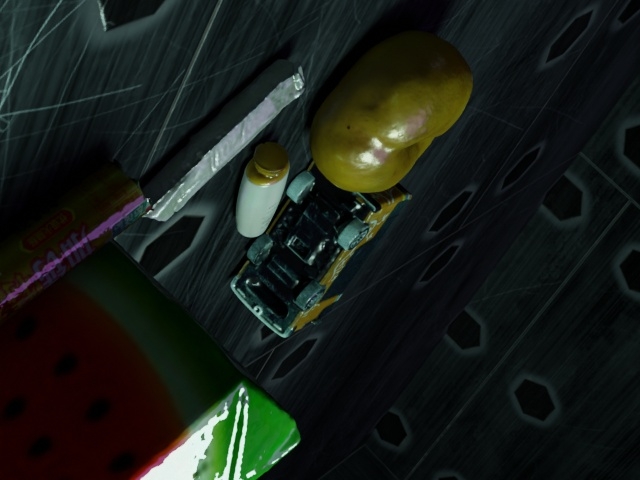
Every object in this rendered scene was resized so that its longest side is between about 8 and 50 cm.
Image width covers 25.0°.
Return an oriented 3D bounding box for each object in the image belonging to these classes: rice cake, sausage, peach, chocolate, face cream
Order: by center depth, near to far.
[{"bbox_3d":[-0.343,0.046,1.521,0.371,0.082,0.082,-40,164,-18],"label":"sausage"},{"bbox_3d":[-0.266,0.186,1.580,0.341,0.360,0.161,-42,151,-13],"label":"chocolate"},{"bbox_3d":[-0.122,-0.117,1.721,0.270,0.049,0.055,-45,143,-3],"label":"rice cake"},{"bbox_3d":[-0.080,-0.066,1.954,0.072,0.051,0.182,-36,164,-26],"label":"face cream"},{"bbox_3d":[0.099,-0.173,1.971,0.251,0.153,0.251,-34,161,-13],"label":"peach"}]

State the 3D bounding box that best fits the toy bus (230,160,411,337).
[{"bbox_3d":[0.000,0.000,2.185,0.275,0.138,0.167,-56,164,28],"label":"toy bus"}]
